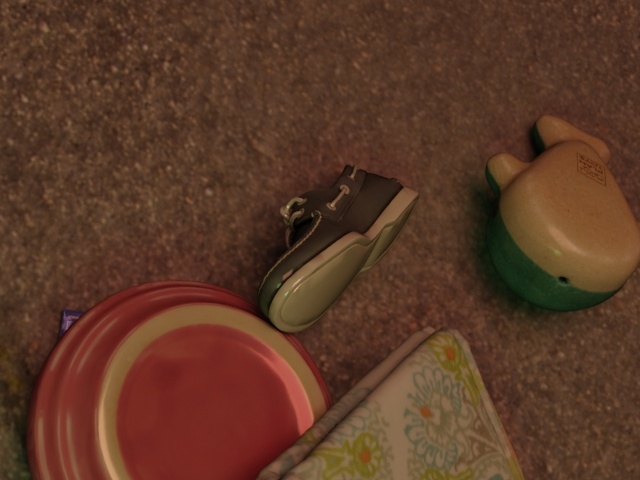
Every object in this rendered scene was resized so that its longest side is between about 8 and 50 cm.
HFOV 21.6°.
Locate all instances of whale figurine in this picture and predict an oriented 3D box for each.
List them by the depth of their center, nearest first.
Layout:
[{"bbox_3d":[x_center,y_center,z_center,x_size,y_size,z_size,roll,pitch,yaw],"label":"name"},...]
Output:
[{"bbox_3d":[0.275,-0.029,1.940,0.216,0.141,0.272,25,38,-12],"label":"whale figurine"}]

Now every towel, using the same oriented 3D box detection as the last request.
[{"bbox_3d":[0.086,0.299,1.653,0.374,0.090,0.320,-39,109,-46],"label":"towel"}]

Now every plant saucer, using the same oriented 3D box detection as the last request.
[{"bbox_3d":[-0.116,0.192,1.630,0.332,0.084,0.332,10,68,-26],"label":"plant saucer"}]

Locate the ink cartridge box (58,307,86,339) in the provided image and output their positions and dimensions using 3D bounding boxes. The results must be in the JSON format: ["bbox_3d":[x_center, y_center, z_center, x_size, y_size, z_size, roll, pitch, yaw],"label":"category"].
[{"bbox_3d":[-0.181,0.220,1.677,0.186,0.065,0.311,10,65,-20],"label":"ink cartridge box"}]

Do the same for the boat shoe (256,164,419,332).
[{"bbox_3d":[0.000,0.000,1.766,0.099,0.116,0.319,34,32,11],"label":"boat shoe"}]
